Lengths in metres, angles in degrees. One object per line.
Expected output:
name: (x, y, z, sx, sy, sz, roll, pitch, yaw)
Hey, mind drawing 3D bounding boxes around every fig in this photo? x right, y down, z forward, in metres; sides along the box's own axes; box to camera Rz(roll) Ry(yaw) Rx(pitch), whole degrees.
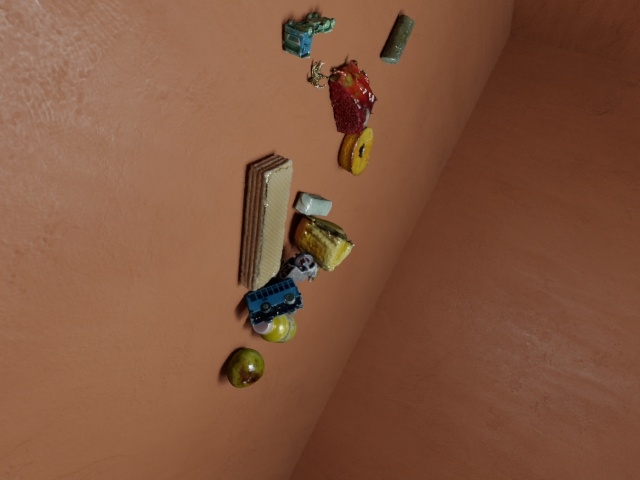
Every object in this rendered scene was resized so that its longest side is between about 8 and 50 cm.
fig: (-0.268, 0.459, 1.612, 0.153, 0.121, 0.135, -15, 132, -63)

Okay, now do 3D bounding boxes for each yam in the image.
yam: (0.280, -0.722, 1.619, 0.169, 0.068, 0.068, -64, 158, 3)

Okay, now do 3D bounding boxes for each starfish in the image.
starfish: (-0.007, -0.476, 1.290, 0.078, 0.028, 0.091, -61, 156, -22)

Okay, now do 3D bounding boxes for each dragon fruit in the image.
dragon fruit: (0.128, -0.471, 1.468, 0.161, 0.126, 0.274, -56, 157, -19)

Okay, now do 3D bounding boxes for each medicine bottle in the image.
medicine bottle: (-0.177, 0.315, 1.657, 0.121, 0.122, 0.212, -62, 158, -5)

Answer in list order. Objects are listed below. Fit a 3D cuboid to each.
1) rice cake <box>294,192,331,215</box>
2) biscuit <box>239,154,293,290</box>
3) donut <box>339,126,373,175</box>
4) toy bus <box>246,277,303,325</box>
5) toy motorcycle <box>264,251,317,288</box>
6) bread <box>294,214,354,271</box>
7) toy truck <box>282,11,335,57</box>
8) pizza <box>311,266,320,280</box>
rice cake: (-0.024, -0.126, 1.593, 0.069, 0.063, 0.206, -65, 158, 9)
biscuit: (-0.164, -0.043, 1.348, 0.144, 0.079, 0.425, -38, 148, -49)
donut: (0.132, -0.344, 1.695, 0.174, 0.075, 0.190, -32, 138, -51)
toy bus: (-0.160, 0.208, 1.522, 0.185, 0.106, 0.090, -18, 143, -13)
toy motorcycle: (-0.097, 0.120, 1.594, 0.215, 0.080, 0.122, -41, 132, 19)
bread: (0.000, 0.000, 1.623, 0.162, 0.204, 0.262, -54, 164, 0)
toy truck: (-0.026, -0.527, 1.149, 0.175, 0.067, 0.081, -47, 159, -43)
pizza: (-0.018, 0.130, 1.940, 0.083, 0.025, 0.078, -54, 162, -41)
